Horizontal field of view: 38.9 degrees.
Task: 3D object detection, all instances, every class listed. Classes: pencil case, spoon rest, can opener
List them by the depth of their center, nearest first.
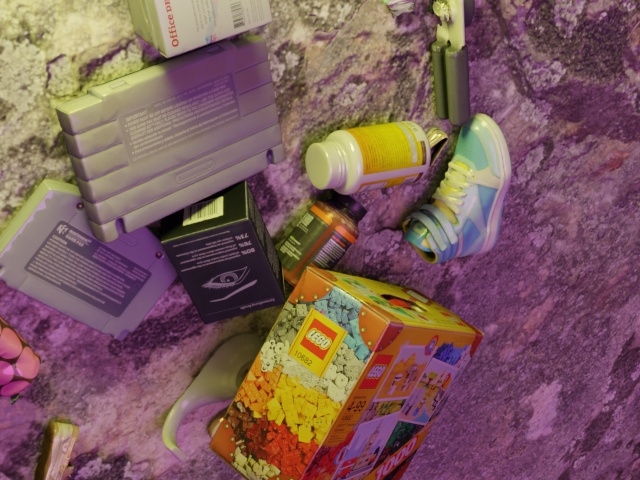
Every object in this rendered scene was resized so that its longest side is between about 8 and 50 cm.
[{"bbox_3d":[-0.529,0.160,1.409,0.098,0.095,0.209,-28,129,2],"label":"pencil case"},{"bbox_3d":[0.252,-0.347,1.674,0.093,0.074,0.280,-23,128,-24],"label":"can opener"},{"bbox_3d":[-0.204,0.291,1.739,0.276,0.084,0.137,-48,136,-20],"label":"spoon rest"}]

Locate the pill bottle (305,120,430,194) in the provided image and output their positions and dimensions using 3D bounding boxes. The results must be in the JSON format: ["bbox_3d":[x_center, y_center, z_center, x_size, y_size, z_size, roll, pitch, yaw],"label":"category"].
[{"bbox_3d":[0.085,-0.148,1.643,0.215,0.117,0.117,-12,122,-30],"label":"pill bottle"}]

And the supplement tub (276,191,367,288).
[{"bbox_3d":[0.000,0.000,1.678,0.198,0.106,0.106,-50,133,1],"label":"supplement tub"}]

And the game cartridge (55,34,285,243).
[{"bbox_3d":[-0.222,-0.168,1.421,0.355,0.068,0.230,-28,121,-30],"label":"game cartridge"}]

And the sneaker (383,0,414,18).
[{"bbox_3d":[0.157,-0.427,1.586,0.098,0.038,0.069,-34,133,-2],"label":"sneaker"}]

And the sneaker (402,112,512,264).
[{"bbox_3d":[0.262,-0.084,1.804,0.208,0.127,0.319,-20,125,-27],"label":"sneaker"}]

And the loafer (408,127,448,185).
[{"bbox_3d":[0.206,-0.160,1.775,0.045,0.039,0.125,21,102,-42],"label":"loafer"}]

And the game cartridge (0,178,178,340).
[{"bbox_3d":[-0.372,0.030,1.466,0.196,0.060,0.294,-49,133,3],"label":"game cartridge"}]

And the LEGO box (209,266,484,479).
[{"bbox_3d":[0.071,0.275,1.725,0.372,0.193,0.500,-61,152,7],"label":"LEGO box"}]

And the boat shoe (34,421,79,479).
[{"bbox_3d":[-0.467,0.401,1.612,0.059,0.063,0.170,8,111,-32],"label":"boat shoe"}]

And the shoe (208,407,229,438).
[{"bbox_3d":[-0.121,0.364,1.840,0.219,0.058,0.076,-13,123,-29],"label":"shoe"}]

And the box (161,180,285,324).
[{"bbox_3d":[-0.162,0.024,1.539,0.153,0.108,0.207,-15,130,6],"label":"box"}]

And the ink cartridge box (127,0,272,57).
[{"bbox_3d":[-0.183,-0.364,1.314,0.176,0.127,0.128,-24,128,-23],"label":"ink cartridge box"}]
